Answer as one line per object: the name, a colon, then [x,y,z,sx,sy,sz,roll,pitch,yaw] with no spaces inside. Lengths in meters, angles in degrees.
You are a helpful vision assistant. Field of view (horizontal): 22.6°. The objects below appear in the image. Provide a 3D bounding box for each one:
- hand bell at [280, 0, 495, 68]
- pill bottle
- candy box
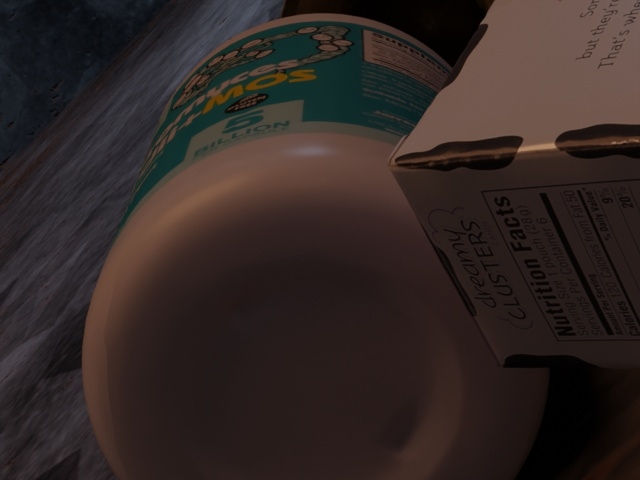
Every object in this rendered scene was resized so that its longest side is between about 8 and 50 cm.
hand bell: [0.083,-0.142,0.892,0.126,0.126,0.242,-37,6,34]
pill bottle: [0.000,0.000,0.600,0.146,0.146,0.264,-43,14,14]
candy box: [0.138,-0.051,0.364,0.196,0.070,0.165,-3,40,38]
